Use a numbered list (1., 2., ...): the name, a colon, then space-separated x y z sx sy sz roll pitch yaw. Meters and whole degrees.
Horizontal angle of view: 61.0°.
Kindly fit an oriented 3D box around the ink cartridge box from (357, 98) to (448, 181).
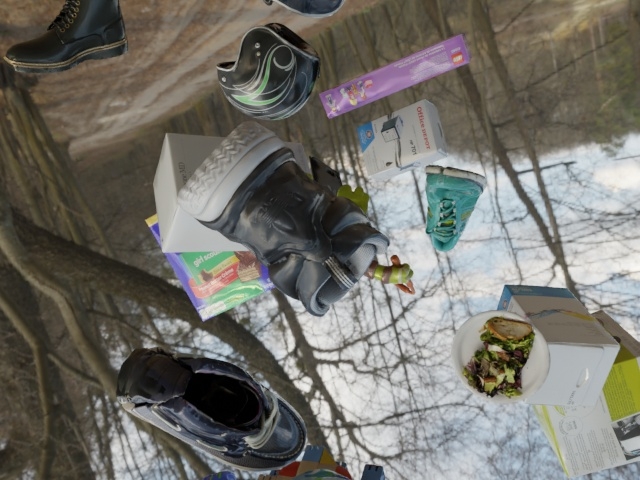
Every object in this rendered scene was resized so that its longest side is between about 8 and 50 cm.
1. ink cartridge box: 0.202 -0.246 1.352 0.190 0.140 0.082 -18 168 31

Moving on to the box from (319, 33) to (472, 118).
1. box: 0.161 -0.342 1.122 0.293 0.057 0.201 -17 -165 21

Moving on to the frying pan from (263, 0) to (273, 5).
1. frying pan: -0.123 -0.615 0.968 0.197 0.326 0.053 -22 -146 34

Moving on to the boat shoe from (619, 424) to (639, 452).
1. boat shoe: 0.716 0.366 1.011 0.113 0.105 0.306 -11 156 -43

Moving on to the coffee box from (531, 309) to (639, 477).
1. coffee box: 0.857 0.483 1.757 0.334 0.338 0.338 -20 -169 9

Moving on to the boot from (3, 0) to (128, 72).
1. boot: -0.392 -0.344 0.831 0.076 0.137 0.198 33 -134 20

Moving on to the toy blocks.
1. toy blocks: -0.011 0.615 1.298 0.381 0.191 0.261 -3 -151 20

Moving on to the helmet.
1. helmet: -0.096 -0.298 0.980 0.162 0.169 0.169 -53 177 24

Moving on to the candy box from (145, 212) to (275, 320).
1. candy box: -0.265 0.014 1.453 0.268 0.317 0.122 -26 -176 21

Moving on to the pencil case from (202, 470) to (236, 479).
1. pencil case: -0.291 0.841 1.618 0.119 0.133 0.306 -33 -141 5

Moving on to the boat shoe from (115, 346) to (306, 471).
1. boat shoe: -0.105 0.252 0.756 0.158 0.340 0.127 -6 -122 45

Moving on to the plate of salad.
1. plate of salad: 0.374 0.246 1.138 0.199 0.200 0.048 -10 -179 21

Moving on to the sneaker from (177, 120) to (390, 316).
1. sneaker: -0.028 -0.016 0.479 0.101 0.153 0.268 -47 -174 3

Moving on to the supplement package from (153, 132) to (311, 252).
1. supplement package: -0.179 -0.093 1.131 0.292 0.178 0.175 -1 150 -28

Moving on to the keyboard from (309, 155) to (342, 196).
1. keyboard: 0.025 -0.073 0.992 0.023 0.108 0.180 -39 -140 29

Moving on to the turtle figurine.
1. turtle figurine: 0.000 0.000 0.732 0.269 0.217 0.087 27 -111 19

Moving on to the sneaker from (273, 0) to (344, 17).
1. sneaker: -0.083 -0.495 0.915 0.126 0.321 0.127 -58 -159 7

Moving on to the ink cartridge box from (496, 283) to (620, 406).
1. ink cartridge box: 0.602 0.272 1.442 0.197 0.198 0.270 4 -155 -7

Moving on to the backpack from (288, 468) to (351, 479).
1. backpack: -0.051 0.493 0.763 0.355 0.290 0.273 -43 172 16

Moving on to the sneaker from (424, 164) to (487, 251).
1. sneaker: 0.233 -0.054 0.972 0.106 0.110 0.275 13 166 18
